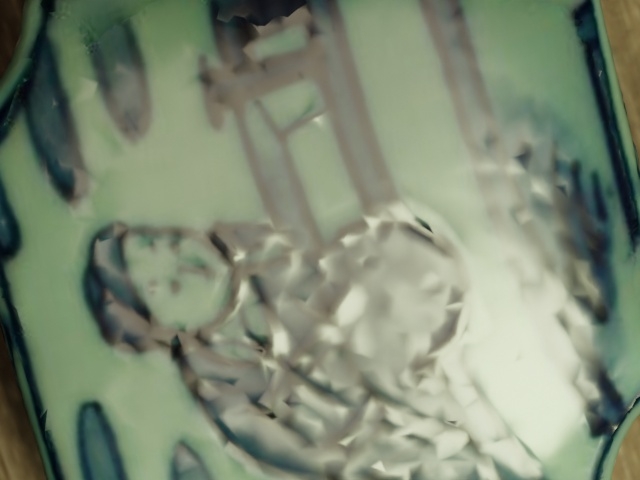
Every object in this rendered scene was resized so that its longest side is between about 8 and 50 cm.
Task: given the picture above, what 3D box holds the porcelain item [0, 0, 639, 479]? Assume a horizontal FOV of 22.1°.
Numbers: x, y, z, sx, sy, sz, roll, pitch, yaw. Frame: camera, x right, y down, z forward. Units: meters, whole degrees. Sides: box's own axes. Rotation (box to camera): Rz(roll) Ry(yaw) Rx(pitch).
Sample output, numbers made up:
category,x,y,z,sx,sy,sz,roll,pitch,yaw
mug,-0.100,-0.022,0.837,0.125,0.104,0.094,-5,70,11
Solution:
category,x,y,z,sx,sy,sz,roll,pitch,yaw
porcelain item,0.000,0.000,0.717,0.285,0.157,0.281,-14,94,-1
